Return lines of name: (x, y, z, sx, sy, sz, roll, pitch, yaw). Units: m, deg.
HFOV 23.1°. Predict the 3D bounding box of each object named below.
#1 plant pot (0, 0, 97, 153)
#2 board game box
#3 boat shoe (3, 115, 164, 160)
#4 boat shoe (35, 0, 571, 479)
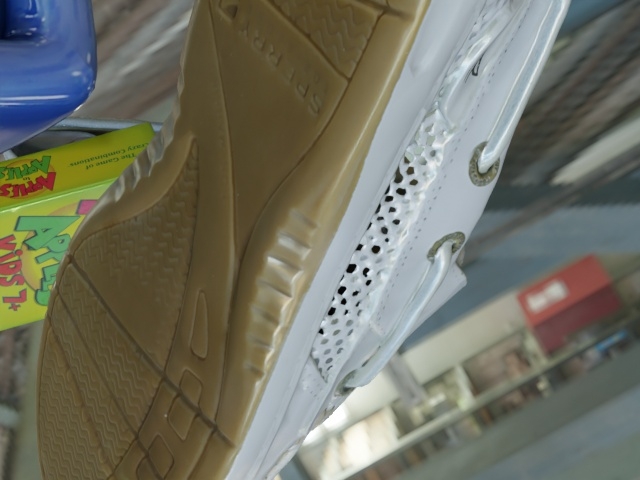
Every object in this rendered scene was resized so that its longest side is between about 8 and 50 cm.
plant pot: (-0.227, -0.110, 0.430, 0.236, 0.212, 0.236, -1, -108, -39)
board game box: (-0.174, 0.001, 0.895, 0.043, 0.181, 0.092, -116, 15, -45)
boat shoe: (-0.106, -0.037, 1.204, 0.320, 0.118, 0.103, 15, 167, 33)
boat shoe: (0.000, 0.000, 0.436, 0.096, 0.277, 0.098, -5, -132, -39)
